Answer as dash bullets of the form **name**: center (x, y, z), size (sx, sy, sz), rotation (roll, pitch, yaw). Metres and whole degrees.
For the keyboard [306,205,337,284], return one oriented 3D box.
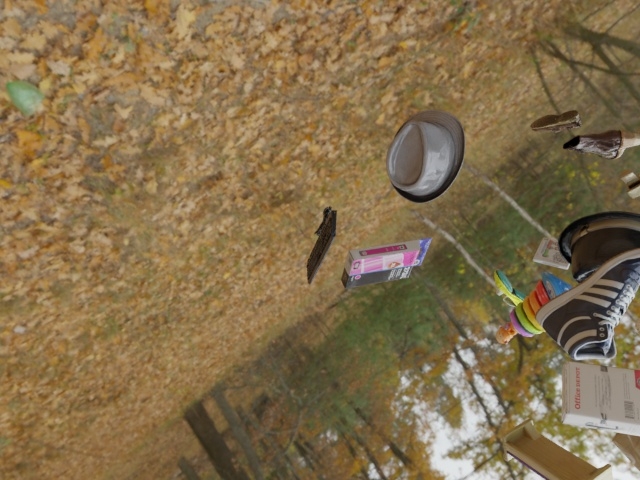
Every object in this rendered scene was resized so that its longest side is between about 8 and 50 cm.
- **keyboard**: center (0.000, 0.000, 1.911), size (0.317, 0.033, 0.202), rotation (117, -18, -50)

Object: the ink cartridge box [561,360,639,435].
- **ink cartridge box**: center (0.781, 0.432, 1.461), size (0.092, 0.217, 0.159), rotation (71, 30, -51)

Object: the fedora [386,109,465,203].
- **fedora**: center (0.275, -0.246, 1.518), size (0.124, 0.243, 0.276), rotation (0, 110, -52)

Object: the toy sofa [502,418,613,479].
- **toy sofa**: center (0.818, 0.798, 1.855), size (0.150, 0.177, 0.362), rotation (-20, -162, -22)

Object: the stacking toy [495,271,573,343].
- **stacking toy**: center (0.692, 0.253, 1.752), size (0.165, 0.175, 0.302), rotation (23, 132, -29)

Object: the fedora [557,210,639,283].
- **fedora**: center (0.897, 0.060, 1.642), size (0.153, 0.334, 0.334), rotation (-63, -176, -30)

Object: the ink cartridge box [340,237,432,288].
- **ink cartridge box**: center (0.272, 0.089, 2.127), size (0.370, 0.069, 0.176), rotation (-10, 140, -20)

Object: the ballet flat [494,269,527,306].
- **ballet flat**: center (0.788, 0.217, 2.242), size (0.077, 0.231, 0.077), rotation (-40, -161, 32)

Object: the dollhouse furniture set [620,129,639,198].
- **dollhouse furniture set**: center (0.885, -0.194, 1.449), size (0.161, 0.181, 0.101), rotation (-38, -145, 36)

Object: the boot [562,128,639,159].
- **boot**: center (0.919, -0.325, 1.792), size (0.206, 0.090, 0.248), rotation (0, 179, 4)

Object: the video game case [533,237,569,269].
- **video game case**: center (1.021, 0.054, 2.319), size (0.157, 0.143, 0.019), rotation (-48, 141, -36)

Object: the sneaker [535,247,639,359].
- **sneaker**: center (0.621, 0.145, 1.135), size (0.282, 0.153, 0.099), rotation (-37, 127, 14)

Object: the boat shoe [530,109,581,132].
- **boat shoe**: center (0.819, -0.402, 1.856), size (0.178, 0.060, 0.064), rotation (0, -132, 54)

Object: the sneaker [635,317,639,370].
- **sneaker**: center (1.228, 0.394, 1.972), size (0.169, 0.108, 0.293), rotation (-80, -175, -71)

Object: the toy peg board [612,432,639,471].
- **toy peg board**: center (1.080, 0.682, 1.768), size (0.079, 0.161, 0.161), rotation (-24, 137, -13)
